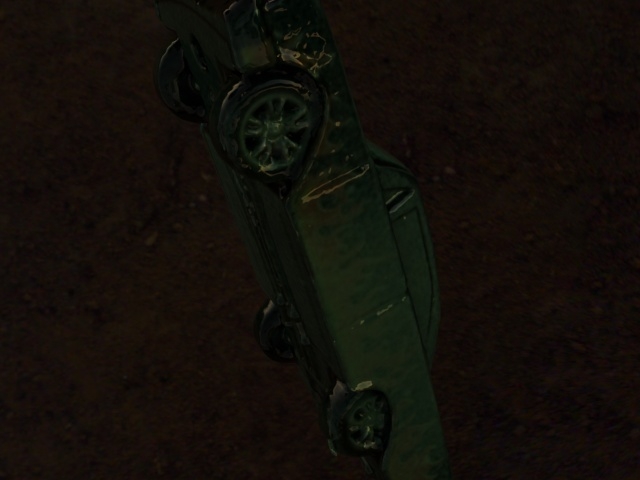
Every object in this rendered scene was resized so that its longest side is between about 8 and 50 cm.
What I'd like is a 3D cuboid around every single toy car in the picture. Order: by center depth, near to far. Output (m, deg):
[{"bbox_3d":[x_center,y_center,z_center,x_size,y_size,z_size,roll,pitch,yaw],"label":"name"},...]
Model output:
[{"bbox_3d":[0.000,0.000,0.464,0.097,0.320,0.141,-26,32,-14],"label":"toy car"}]
